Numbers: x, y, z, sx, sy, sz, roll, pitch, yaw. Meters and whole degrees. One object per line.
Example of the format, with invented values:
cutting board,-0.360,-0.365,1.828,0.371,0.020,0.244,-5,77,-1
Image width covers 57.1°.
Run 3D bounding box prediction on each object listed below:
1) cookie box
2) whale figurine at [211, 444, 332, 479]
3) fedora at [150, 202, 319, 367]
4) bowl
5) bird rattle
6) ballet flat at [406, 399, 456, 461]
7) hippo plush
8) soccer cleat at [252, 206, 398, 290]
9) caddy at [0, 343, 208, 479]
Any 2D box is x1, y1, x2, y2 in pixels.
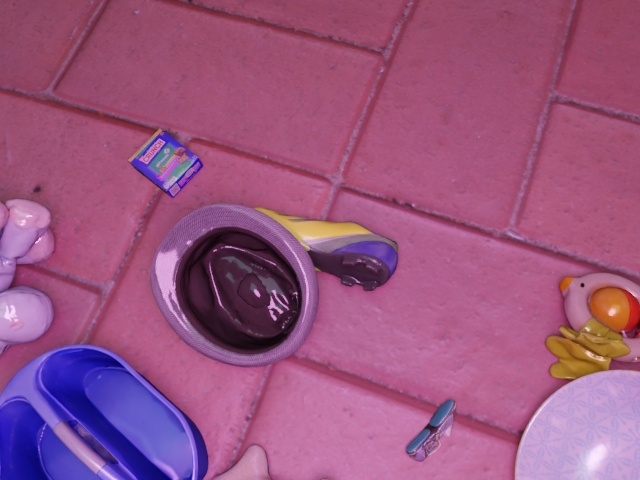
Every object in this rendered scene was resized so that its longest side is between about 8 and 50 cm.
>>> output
cookie box,-0.298,-0.149,1.134,0.107,0.040,0.092,36,76,16
whale figurine,-0.055,0.438,0.868,0.216,0.141,0.272,-40,48,-12
fedora,-0.130,0.075,0.980,0.275,0.124,0.244,35,91,3
bowl,0.443,0.347,0.830,0.156,0.289,0.290,36,69,-30
bird rattle,0.493,0.136,0.946,0.253,0.143,0.207,-4,53,-2
ballet flat,0.185,0.307,0.942,0.041,0.041,0.114,41,77,16
hippo plush,-0.570,0.075,0.959,0.294,0.234,0.237,-18,69,-5
soccer cleat,0.000,0.001,1.052,0.289,0.094,0.121,19,41,14
caddy,-0.331,0.315,0.885,0.341,0.179,0.241,36,74,15
